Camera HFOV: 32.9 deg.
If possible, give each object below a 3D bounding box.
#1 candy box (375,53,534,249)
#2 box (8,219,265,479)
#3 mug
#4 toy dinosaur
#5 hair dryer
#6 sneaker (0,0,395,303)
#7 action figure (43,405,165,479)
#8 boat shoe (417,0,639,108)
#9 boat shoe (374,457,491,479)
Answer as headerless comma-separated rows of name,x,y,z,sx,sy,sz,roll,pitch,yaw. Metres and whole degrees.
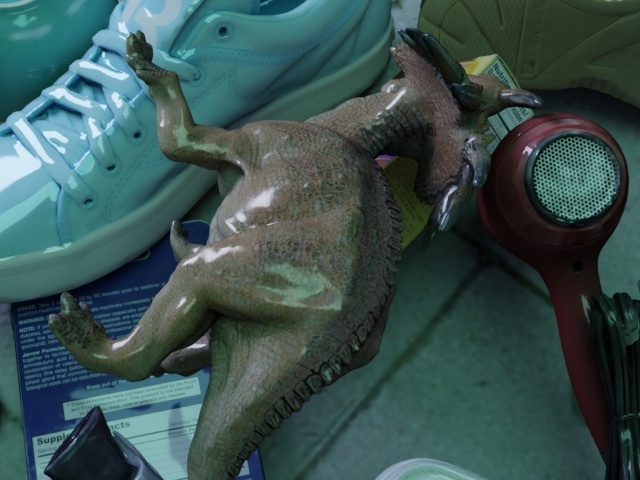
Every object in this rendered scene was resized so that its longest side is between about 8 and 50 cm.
candy box,0.035,-0.039,0.690,0.187,0.109,0.053,-44,112,-21
box,-0.111,0.102,0.658,0.136,0.036,0.225,-10,67,-8
mug,-0.214,-0.167,0.745,0.158,0.097,0.129,36,69,13
toy dinosaur,0.000,0.000,0.523,0.200,0.127,0.295,0,57,16
hair dryer,0.137,0.039,0.616,0.080,0.223,0.293,-5,36,-2
sneaker,-0.104,-0.111,0.679,0.135,0.150,0.366,36,61,29
action figure,-0.036,0.212,0.559,0.285,0.099,0.185,41,74,-7
boat shoe,0.208,-0.148,0.759,0.285,0.103,0.092,5,32,-1
boat shoe,0.143,0.208,0.588,0.277,0.096,0.098,36,68,13
